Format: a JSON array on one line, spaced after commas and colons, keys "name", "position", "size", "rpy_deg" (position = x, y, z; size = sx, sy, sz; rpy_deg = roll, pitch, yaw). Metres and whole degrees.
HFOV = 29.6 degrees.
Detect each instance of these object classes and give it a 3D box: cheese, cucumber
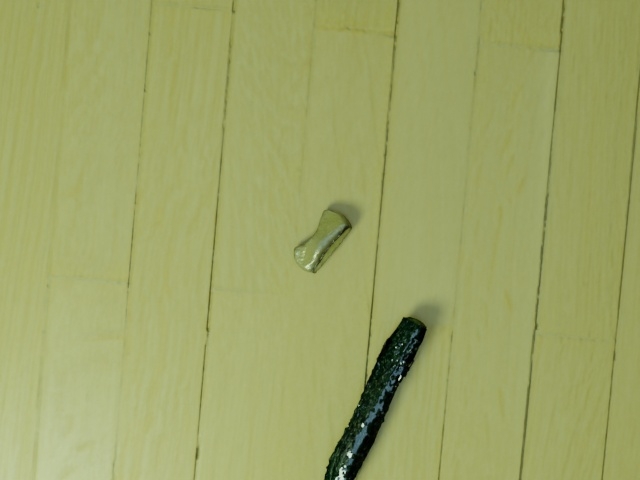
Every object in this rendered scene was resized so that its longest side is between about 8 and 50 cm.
[{"name": "cheese", "position": [0.000, 0.000, 1.483], "size": [0.044, 0.030, 0.083], "rpy_deg": [42, 97, 20]}, {"name": "cucumber", "position": [0.061, 0.211, 1.483], "size": [0.044, 0.043, 0.256], "rpy_deg": [26, 93, 5]}]
